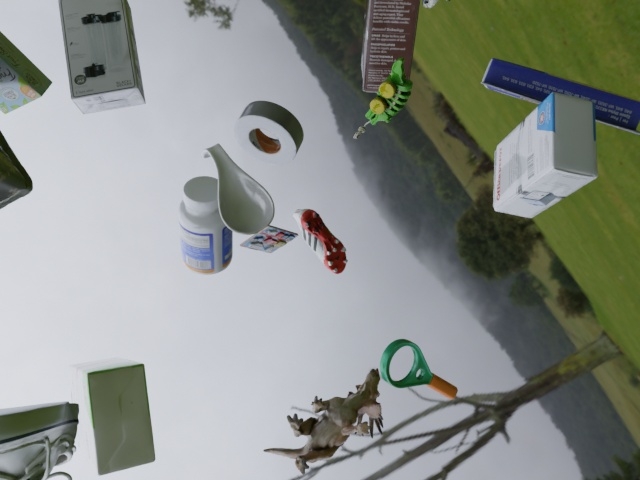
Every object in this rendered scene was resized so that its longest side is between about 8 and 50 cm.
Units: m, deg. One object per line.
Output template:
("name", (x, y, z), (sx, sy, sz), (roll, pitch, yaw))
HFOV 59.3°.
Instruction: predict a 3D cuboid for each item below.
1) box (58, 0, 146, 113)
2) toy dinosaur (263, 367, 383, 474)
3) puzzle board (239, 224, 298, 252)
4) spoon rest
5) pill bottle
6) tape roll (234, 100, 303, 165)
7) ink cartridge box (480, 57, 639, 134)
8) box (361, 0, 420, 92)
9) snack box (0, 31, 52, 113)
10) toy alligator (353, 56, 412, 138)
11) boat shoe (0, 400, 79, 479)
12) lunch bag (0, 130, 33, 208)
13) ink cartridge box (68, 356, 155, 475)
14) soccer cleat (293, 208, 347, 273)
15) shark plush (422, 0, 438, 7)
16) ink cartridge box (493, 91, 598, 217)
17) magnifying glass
("box", (-0.556, -0.484, 1.438), (0.087, 0.169, 0.290), (102, 155, -77))
("toy dinosaur", (0.030, 0.414, 1.235), (0.127, 0.295, 0.200), (54, -174, 25))
("puzzle board", (-0.125, 0.001, 1.393), (0.128, 0.096, 0.011), (18, -136, -57))
("spoon rest", (-0.220, -0.136, 1.427), (0.276, 0.137, 0.084), (57, 164, 15))
("pill bottle", (-0.324, -0.043, 1.589), (0.272, 0.152, 0.152), (99, 154, -44))
("tape roll", (-0.167, -0.345, 1.823), (0.219, 0.219, 0.072), (43, -127, -28))
("ink cartridge box", (0.488, -0.301, 1.152), (0.303, 0.072, 0.307), (22, -163, 12))
("box", (0.192, -0.621, 1.550), (0.191, 0.143, 0.382), (-87, 1, -51))
("snack box", (-0.471, -0.254, 0.797), (0.141, 0.100, 0.037), (51, -136, -39))
("toy alligator", (0.117, -0.236, 0.994), (0.051, 0.190, 0.056), (35, -131, 3))
("boat shoe", (-0.450, 0.336, 0.863), (0.367, 0.135, 0.157), (132, 132, -68))
("lunch bag", (-0.542, -0.162, 0.700), (0.287, 0.168, 0.235), (53, 178, 13))
("ink cartridge box", (-0.481, 0.375, 1.266), (0.119, 0.353, 0.207), (-6, -94, -31))
("soccer cleat", (0.000, 0.000, 0.580), (0.035, 0.029, 0.083), (21, 150, 56))
("shark plush", (0.270, -0.654, 1.385), (0.067, 0.073, 0.161), (-117, 7, -52))
("ink cartridge box", (0.376, -0.138, 0.960), (0.191, 0.082, 0.140), (118, 160, -70))
("magnifying glass", (0.200, 0.266, 1.111), (0.231, 0.092, 0.026), (35, 168, -36))
